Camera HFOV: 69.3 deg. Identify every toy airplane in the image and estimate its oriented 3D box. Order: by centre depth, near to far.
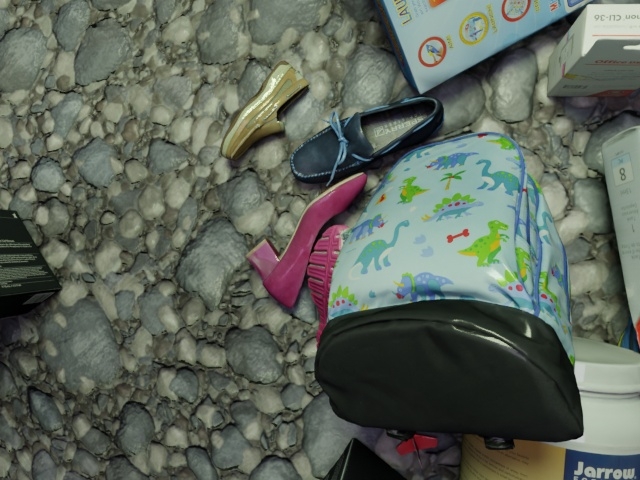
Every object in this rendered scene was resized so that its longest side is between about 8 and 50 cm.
[{"bbox_3d":[0.140,0.285,0.743,0.151,0.028,0.151,0,91,12],"label":"toy airplane"}]

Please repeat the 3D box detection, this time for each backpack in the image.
[{"bbox_3d":[0.165,0.031,0.577,0.290,0.355,0.274,-12,109,41],"label":"backpack"}]

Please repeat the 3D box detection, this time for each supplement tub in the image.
[{"bbox_3d":[0.304,0.293,0.610,0.228,0.228,0.317,4,91,11],"label":"supplement tub"}]

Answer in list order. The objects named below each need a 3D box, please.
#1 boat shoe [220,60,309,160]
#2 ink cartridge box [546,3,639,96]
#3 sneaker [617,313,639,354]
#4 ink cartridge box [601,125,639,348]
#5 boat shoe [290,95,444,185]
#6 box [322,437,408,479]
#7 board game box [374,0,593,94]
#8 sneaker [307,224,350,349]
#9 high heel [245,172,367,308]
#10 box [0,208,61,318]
[{"bbox_3d":[-0.090,-0.204,0.773,0.072,0.068,0.190,37,96,-3],"label":"boat shoe"},{"bbox_3d":[0.388,-0.252,0.611,0.115,0.198,0.067,4,91,10],"label":"ink cartridge box"},{"bbox_3d":[0.482,0.094,0.653,0.069,0.082,0.210,13,91,12],"label":"sneaker"},{"bbox_3d":[0.557,0.033,0.587,0.307,0.091,0.386,-6,83,-4],"label":"ink cartridge box"},{"bbox_3d":[0.064,-0.172,0.728,0.258,0.089,0.109,-27,85,9],"label":"boat shoe"},{"bbox_3d":[0.071,0.528,0.680,0.296,0.182,0.294,36,98,9],"label":"box"},{"bbox_3d":[0.207,-0.410,0.615,0.301,0.086,0.308,-26,126,9],"label":"board game box"},{"bbox_3d":[0.051,0.096,0.719,0.111,0.103,0.253,-11,108,-22],"label":"sneaker"},{"bbox_3d":[0.000,0.000,0.749,0.244,0.082,0.117,-39,93,4],"label":"high heel"},{"bbox_3d":[-0.600,0.041,0.767,0.103,0.261,0.184,-33,83,9],"label":"box"}]
